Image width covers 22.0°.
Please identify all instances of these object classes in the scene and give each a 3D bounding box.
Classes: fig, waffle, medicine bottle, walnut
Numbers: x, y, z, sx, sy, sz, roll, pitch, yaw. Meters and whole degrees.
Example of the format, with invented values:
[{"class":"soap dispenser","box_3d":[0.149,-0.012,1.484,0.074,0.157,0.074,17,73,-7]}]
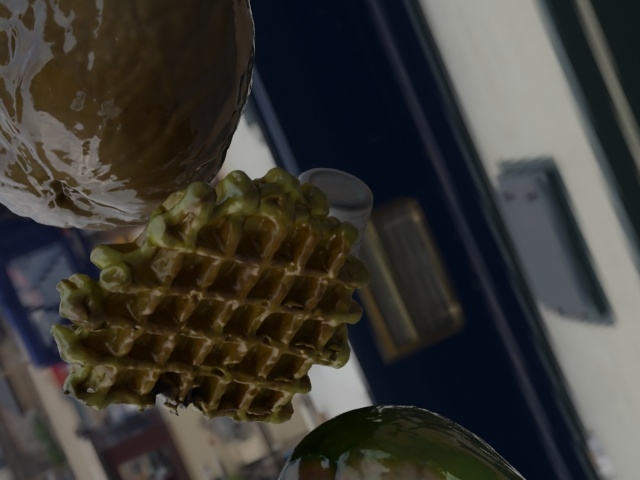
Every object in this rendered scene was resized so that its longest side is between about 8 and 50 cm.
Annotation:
[{"class":"fig","box_3d":[0.102,0.226,1.275,0.275,0.206,0.206,-3,115,39]},{"class":"waffle","box_3d":[-0.089,0.062,1.364,0.065,0.283,0.309,47,159,41]},{"class":"medicine bottle","box_3d":[0.000,0.000,2.112,0.105,0.105,0.168,54,136,48]},{"class":"walnut","box_3d":[-0.204,-0.170,1.488,0.332,0.333,0.333,62,169,21]}]
